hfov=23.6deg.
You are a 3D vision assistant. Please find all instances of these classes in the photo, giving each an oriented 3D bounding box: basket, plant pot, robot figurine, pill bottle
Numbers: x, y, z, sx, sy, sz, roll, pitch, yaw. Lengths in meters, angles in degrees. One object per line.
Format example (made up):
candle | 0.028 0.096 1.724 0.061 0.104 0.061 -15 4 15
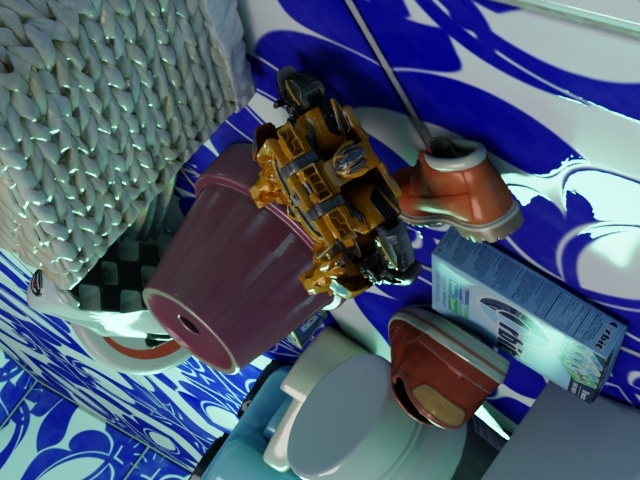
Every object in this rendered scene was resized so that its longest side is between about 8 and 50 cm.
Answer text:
basket | -0.269 -0.186 1.264 0.328 0.266 0.331 31 161 18
plant pot | -0.078 0.031 1.585 0.201 0.180 0.201 34 158 16
robot figurine | 0.004 -0.036 1.344 0.211 0.085 0.291 59 172 6
pill bottle | 0.143 0.304 1.857 0.361 0.204 0.204 39 164 -26

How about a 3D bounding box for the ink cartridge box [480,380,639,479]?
ink cartridge box | 0.246 0.387 1.584 0.166 0.395 0.285 22 159 46

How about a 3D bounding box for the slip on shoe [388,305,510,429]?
slip on shoe | 0.117 0.140 1.628 0.123 0.101 0.331 34 177 -4

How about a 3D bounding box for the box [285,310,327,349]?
box | -0.044 0.066 1.863 0.054 0.059 0.169 30 163 25

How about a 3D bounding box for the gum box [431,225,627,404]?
gum box | 0.191 0.071 1.439 0.184 0.041 0.157 32 164 16

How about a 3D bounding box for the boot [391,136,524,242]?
boot | 0.099 -0.054 1.272 0.158 0.059 0.084 14 138 56

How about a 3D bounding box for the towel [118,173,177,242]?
towel | -0.328 -0.148 1.804 0.374 0.090 0.320 36 161 -1

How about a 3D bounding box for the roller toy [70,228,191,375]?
roller toy | -0.244 0.073 2.026 0.209 0.191 0.146 25 180 -17

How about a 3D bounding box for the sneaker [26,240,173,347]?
sneaker | -0.210 0.067 1.907 0.330 0.122 0.146 14 155 -35

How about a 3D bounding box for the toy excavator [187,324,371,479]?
toy excavator | -0.039 0.294 2.136 0.222 0.433 0.445 35 -168 5
